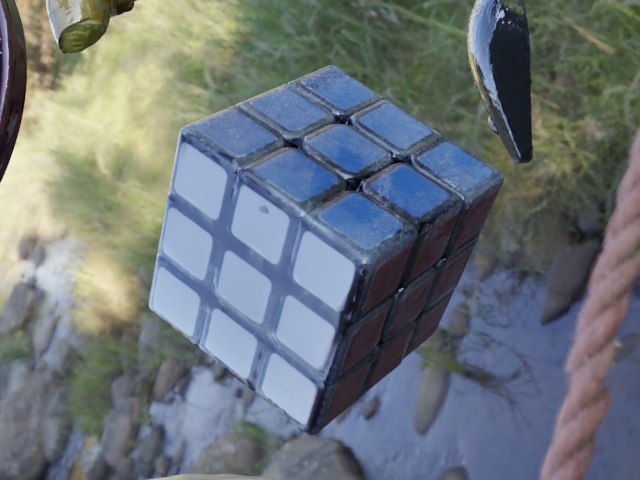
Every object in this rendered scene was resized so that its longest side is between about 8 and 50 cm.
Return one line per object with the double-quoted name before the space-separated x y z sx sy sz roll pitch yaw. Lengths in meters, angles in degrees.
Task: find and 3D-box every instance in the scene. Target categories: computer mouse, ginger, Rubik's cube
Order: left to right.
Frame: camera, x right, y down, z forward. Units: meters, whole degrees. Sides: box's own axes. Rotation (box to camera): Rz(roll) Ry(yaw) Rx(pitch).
"ginger" -0.184 -0.270 1.071 0.065 0.118 0.299 -47 6 39
"Rubik's cube" 0.000 0.000 1.355 0.305 0.301 0.304 -29 -33 -45
"computer mouse" 0.275 -0.259 1.648 0.168 0.087 0.295 -89 -9 -72

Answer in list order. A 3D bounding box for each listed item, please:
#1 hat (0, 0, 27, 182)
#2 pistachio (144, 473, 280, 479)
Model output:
"hat" -0.250 -0.088 0.611 0.205 0.089 0.205 -8 78 43
"pistachio" -0.146 0.309 0.923 0.230 0.309 0.230 167 90 -89
